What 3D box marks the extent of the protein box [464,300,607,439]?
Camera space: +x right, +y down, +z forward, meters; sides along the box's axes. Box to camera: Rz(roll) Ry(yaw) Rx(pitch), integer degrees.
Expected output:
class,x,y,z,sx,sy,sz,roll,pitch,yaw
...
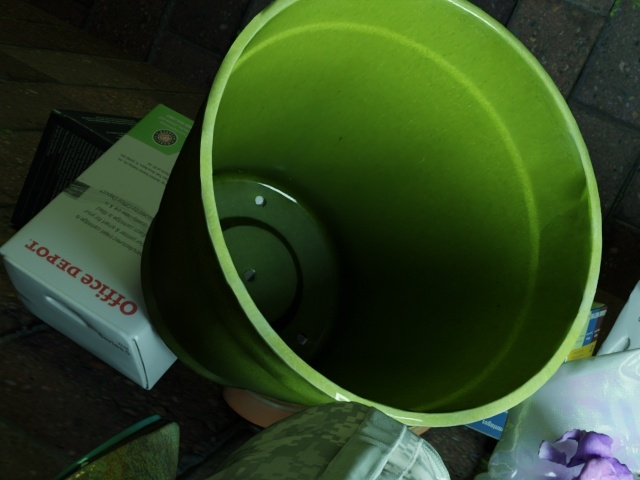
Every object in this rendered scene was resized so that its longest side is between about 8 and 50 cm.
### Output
class,x,y,z,sx,sy,sz,roll,pitch,yaw
protein box,0.257,0.156,1.466,0.200,0.201,0.136,20,11,27

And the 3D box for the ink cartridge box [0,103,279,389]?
class,x,y,z,sx,sy,sz,roll,pitch,yaw
ink cartridge box,-0.189,0.000,1.198,0.198,0.273,0.115,29,-31,21

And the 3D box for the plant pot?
class,x,y,z,sx,sy,sz,roll,pitch,yaw
plant pot,0.000,0.000,0.979,0.366,0.366,0.353,19,-21,-22

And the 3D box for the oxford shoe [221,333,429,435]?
class,x,y,z,sx,sy,sz,roll,pitch,yaw
oxford shoe,0.051,0.159,1.290,0.130,0.133,0.364,34,16,38

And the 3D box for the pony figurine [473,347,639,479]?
class,x,y,z,sx,sy,sz,roll,pitch,yaw
pony figurine,0.160,0.242,0.851,0.351,0.303,0.363,-4,-6,14

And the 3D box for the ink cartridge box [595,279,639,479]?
class,x,y,z,sx,sy,sz,roll,pitch,yaw
ink cartridge box,0.606,0.252,1.590,0.395,0.285,0.166,19,15,-22

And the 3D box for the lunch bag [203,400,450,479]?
class,x,y,z,sx,sy,sz,roll,pitch,yaw
lunch bag,-0.041,0.231,0.557,0.212,0.256,0.305,27,13,11

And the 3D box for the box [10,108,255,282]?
class,x,y,z,sx,sy,sz,roll,pitch,yaw
box,-0.194,-0.035,1.517,0.312,0.179,0.343,29,14,22

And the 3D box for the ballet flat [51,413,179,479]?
class,x,y,z,sx,sy,sz,roll,pitch,yaw
ballet flat,-0.179,0.216,0.733,0.123,0.123,0.348,28,13,16
